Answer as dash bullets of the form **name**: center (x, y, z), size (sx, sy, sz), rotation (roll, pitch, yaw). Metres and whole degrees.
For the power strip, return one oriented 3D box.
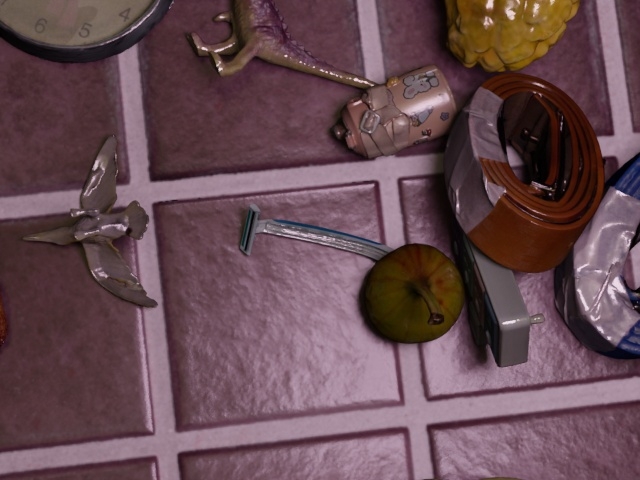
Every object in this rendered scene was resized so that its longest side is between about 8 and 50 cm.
- **power strip**: center (0.208, 0.062, 1.835), size (0.061, 0.145, 0.216), rotation (-9, 49, -6)

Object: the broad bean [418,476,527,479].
- **broad bean**: center (0.205, 0.374, 1.807), size (0.263, 0.121, 0.189), rotation (12, 86, -4)

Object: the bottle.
- **bottle**: center (0.088, -0.152, 1.878), size (0.152, 0.099, 0.099), rotation (-20, 84, -4)

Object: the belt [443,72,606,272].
- **belt**: center (0.240, -0.087, 1.812), size (0.184, 0.105, 0.261), rotation (18, 46, -7)

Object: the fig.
- **fig**: center (0.113, 0.067, 1.781), size (0.124, 0.236, 0.124), rotation (0, 92, 0)

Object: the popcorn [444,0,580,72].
- **popcorn**: center (0.220, -0.320, 1.856), size (0.203, 0.226, 0.200), rotation (28, 39, 4)

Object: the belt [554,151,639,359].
- **belt**: center (0.441, -0.010, 1.871), size (0.212, 0.117, 0.347), rotation (42, 82, 0)

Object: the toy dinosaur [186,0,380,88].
- **toy dinosaur**: center (-0.052, -0.253, 1.896), size (0.199, 0.072, 0.251), rotation (-28, 75, -17)

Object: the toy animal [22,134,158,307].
- **toy animal**: center (-0.284, -0.021, 1.837), size (0.155, 0.095, 0.219), rotation (-6, 82, -9)

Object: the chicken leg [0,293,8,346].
- **chicken leg**: center (-0.423, 0.100, 1.838), size (0.093, 0.053, 0.205), rotation (23, 78, 14)

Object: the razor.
- **razor**: center (0.000, -0.002, 1.882), size (0.191, 0.037, 0.068), rotation (10, 125, -6)

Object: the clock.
- **clock**: center (-0.311, -0.362, 1.898), size (0.280, 0.055, 0.281), rotation (0, 83, -4)
